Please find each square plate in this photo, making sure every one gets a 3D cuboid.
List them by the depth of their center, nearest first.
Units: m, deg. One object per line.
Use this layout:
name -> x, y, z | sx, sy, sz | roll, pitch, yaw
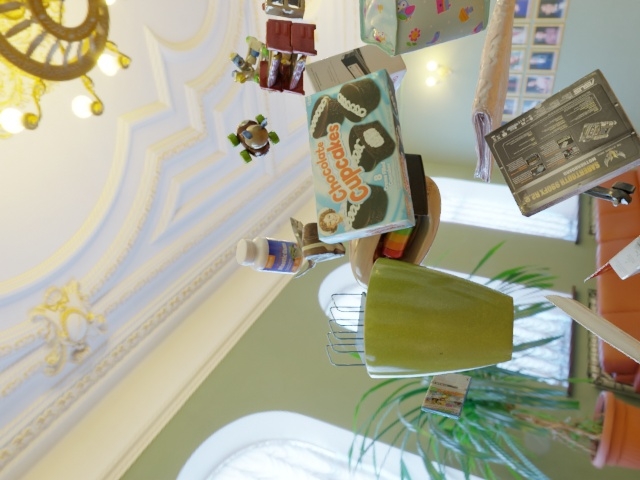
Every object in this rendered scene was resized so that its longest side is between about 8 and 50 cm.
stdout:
square plate -> 0.953, 0.293, 1.663 | 0.347, 0.344, 0.049 | 18, -71, -50

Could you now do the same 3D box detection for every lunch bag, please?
lunch bag -> 0.190, -0.499, 0.891 | 0.223, 0.160, 0.263 | -20, -49, -17

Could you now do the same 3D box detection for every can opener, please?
can opener -> 0.952, -0.160, 1.649 | 0.073, 0.186, 0.059 | -46, -61, -12

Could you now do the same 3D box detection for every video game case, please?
video game case -> 0.403, 0.484, 1.564 | 0.166, 0.119, 0.015 | -49, -45, -46

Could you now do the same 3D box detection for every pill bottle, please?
pill bottle -> -0.225, 0.064, 2.173 | 0.271, 0.152, 0.153 | 7, -86, -32

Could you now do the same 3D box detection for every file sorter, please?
file sorter -> 0.078, 0.238, 1.325 | 0.118, 0.104, 0.171 | -120, 34, -69

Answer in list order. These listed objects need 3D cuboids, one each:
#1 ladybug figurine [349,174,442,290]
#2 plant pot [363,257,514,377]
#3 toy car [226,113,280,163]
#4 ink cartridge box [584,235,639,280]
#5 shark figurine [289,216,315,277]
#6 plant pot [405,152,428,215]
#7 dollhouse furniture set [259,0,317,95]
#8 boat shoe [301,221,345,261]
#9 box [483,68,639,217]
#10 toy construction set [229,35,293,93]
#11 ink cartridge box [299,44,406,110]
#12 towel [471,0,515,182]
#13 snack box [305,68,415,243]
ladybug figurine -> 0.238, -0.041, 1.658 | 0.304, 0.162, 0.450 | 11, -67, -30
plant pot -> 0.270, 0.180, 1.093 | 0.274, 0.293, 0.275 | 1, -90, -71
toy car -> -0.236, -0.379, 1.737 | 0.155, 0.149, 0.188 | -37, -1, -9
ink cartridge box -> 0.809, 0.025, 1.176 | 0.239, 0.274, 0.060 | 96, 152, -60
shark figurine -> -0.068, 0.054, 1.983 | 0.166, 0.116, 0.278 | 36, -152, -42
plant pot -> 0.208, -0.160, 1.392 | 0.187, 0.187, 0.167 | -49, -35, -83
dollhouse furniture set -> -0.106, -0.681, 1.561 | 0.201, 0.152, 0.375 | 124, 147, -67
boat shoe -> 0.008, -0.002, 1.261 | 0.257, 0.095, 0.095 | 36, -139, -81
box -> 0.454, -0.176, 0.927 | 0.056, 0.231, 0.183 | 2, -117, -53
toy construction set -> -0.189, -0.641, 1.819 | 0.215, 0.151, 0.327 | -57, -15, 13
ink cartridge box -> 0.128, -0.662, 2.083 | 0.285, 0.394, 0.166 | 122, 126, -79
towel -> 0.418, -0.357, 1.201 | 0.317, 0.053, 0.332 | 55, -133, -61
snack box -> 0.075, -0.168, 1.005 | 0.060, 0.187, 0.322 | 23, -122, -62
